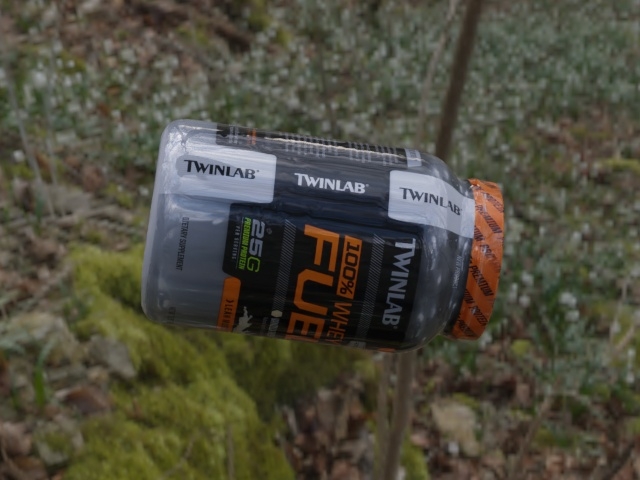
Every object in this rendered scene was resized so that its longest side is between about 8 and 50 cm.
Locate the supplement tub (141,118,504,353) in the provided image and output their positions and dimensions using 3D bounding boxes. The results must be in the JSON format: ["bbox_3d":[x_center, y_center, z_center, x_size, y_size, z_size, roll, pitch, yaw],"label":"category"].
[{"bbox_3d":[0.000,0.000,0.784,0.190,0.117,0.117,7,39,-4],"label":"supplement tub"}]
